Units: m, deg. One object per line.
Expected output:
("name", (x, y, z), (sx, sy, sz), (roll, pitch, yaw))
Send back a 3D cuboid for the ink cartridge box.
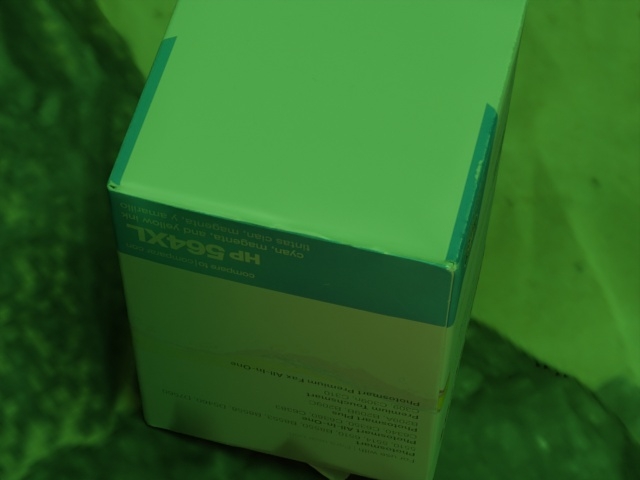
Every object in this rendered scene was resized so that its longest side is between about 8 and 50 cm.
("ink cartridge box", (0.000, 0.000, 0.523), (0.090, 0.143, 0.092), (13, 57, 7))
